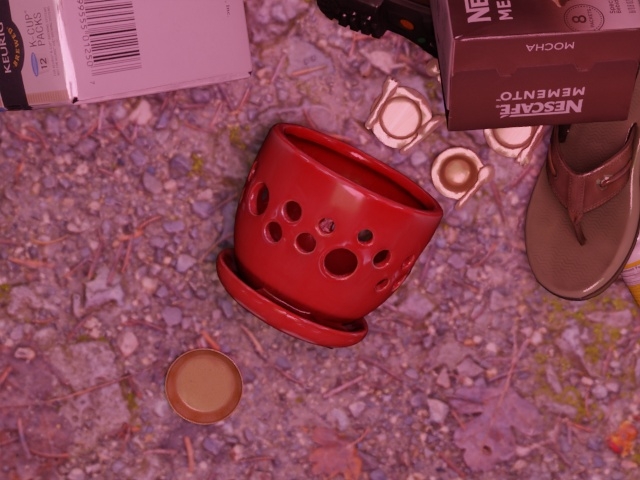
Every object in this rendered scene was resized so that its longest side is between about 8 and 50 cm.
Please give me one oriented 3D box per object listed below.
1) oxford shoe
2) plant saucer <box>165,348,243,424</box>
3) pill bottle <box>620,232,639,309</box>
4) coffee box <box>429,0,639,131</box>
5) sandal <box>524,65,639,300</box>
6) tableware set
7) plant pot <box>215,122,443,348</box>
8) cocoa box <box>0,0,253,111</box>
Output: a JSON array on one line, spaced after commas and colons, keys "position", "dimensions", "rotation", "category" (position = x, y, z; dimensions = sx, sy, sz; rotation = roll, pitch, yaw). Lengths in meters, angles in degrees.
[{"position": [0.119, -0.235, 1.445], "dimensions": [0.227, 0.083, 0.096], "rotation": [24, 69, 4], "category": "oxford shoe"}, {"position": [-0.123, 0.154, 1.555], "dimensions": [0.083, 0.015, 0.083], "rotation": [0, 99, 0], "category": "plant saucer"}, {"position": [0.340, 0.025, 1.501], "dimensions": [0.065, 0.065, 0.116], "rotation": [-29, 98, 5], "category": "pill bottle"}, {"position": [0.184, -0.251, 1.342], "dimensions": [0.168, 0.297, 0.119], "rotation": [-3, 143, 0], "category": "coffee box"}, {"position": [0.269, -0.091, 1.453], "dimensions": [0.120, 0.086, 0.302], "rotation": [17, 95, 33], "category": "sandal"}, {"position": [0.141, -0.122, 1.503], "dimensions": [0.169, 0.020, 0.141], "rotation": [44, 97, -5], "category": "tableware set"}, {"position": [0.000, 0.000, 1.441], "dimensions": [0.191, 0.191, 0.174], "rotation": [28, 101, -4], "category": "plant pot"}, {"position": [-0.237, -0.299, 1.336], "dimensions": [0.228, 0.231, 0.347], "rotation": [0, 102, 41], "category": "cocoa box"}]
